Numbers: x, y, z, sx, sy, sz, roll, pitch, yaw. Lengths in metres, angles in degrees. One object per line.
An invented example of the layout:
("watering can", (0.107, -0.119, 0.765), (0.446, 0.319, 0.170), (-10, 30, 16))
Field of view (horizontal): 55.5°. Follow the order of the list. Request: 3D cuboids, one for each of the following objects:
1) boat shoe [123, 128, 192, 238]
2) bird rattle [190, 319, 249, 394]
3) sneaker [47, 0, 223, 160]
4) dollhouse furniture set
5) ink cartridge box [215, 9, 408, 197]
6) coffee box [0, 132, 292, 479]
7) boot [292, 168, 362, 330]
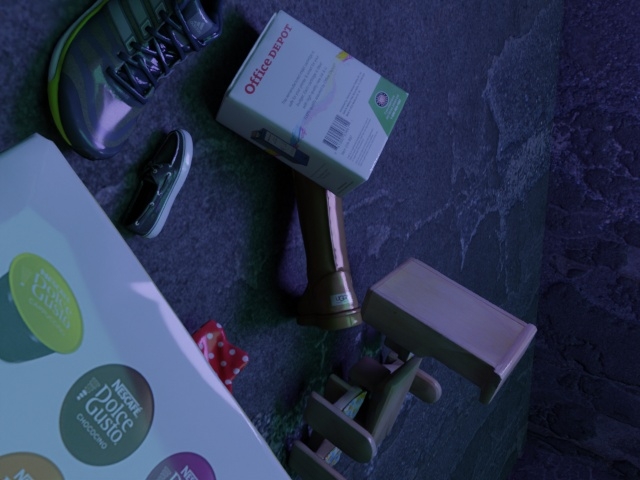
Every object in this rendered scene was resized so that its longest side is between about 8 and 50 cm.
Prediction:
("boat shoe", (-0.197, -0.072, 0.737), (0.040, 0.049, 0.142), (25, 83, -55))
("bird rattle", (-0.206, 0.165, 0.745), (0.253, 0.143, 0.207), (-47, 120, -41))
("sneaker", (-0.179, -0.219, 0.644), (0.111, 0.121, 0.300), (39, 70, -53))
("dollhouse furniture set", (0.180, 0.273, 1.126), (0.362, 0.256, 0.394), (-29, 143, -48))
("ink cartridge box", (-0.012, -0.183, 0.828), (0.212, 0.093, 0.154), (31, 70, -12))
("coffee box", (-0.263, 0.180, 0.382), (0.334, 0.338, 0.338), (-45, 116, -36))
("boot", (0.000, 0.000, 0.984), (0.089, 0.236, 0.270), (-9, 88, -18))
